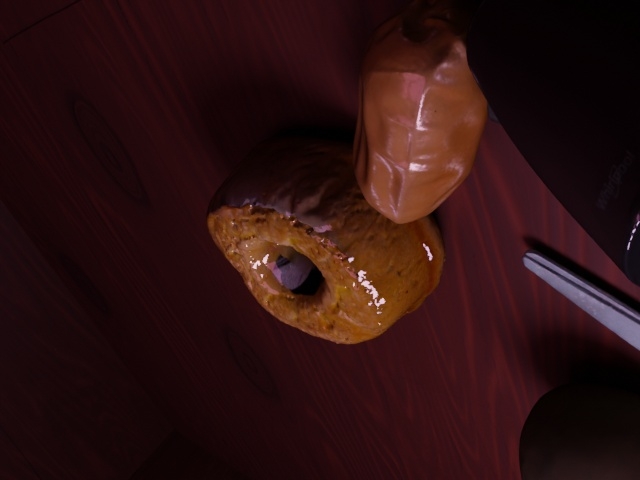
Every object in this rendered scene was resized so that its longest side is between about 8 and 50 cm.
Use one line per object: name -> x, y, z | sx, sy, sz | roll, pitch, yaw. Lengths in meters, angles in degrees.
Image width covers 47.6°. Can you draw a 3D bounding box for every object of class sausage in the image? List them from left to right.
sausage -> 0.092, -0.113, 0.670 | 0.120, 0.136, 0.241 | 31, 154, 19

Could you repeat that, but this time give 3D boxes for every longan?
longan -> 0.331, 0.266, 0.823 | 0.220, 0.196, 0.196 | 40, 152, -1

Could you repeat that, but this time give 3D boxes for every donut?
donut -> 0.000, 0.000, 0.923 | 0.299, 0.150, 0.317 | 43, 152, 6

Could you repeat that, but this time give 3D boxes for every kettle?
kettle -> 0.195, -0.114, 0.472 | 0.202, 0.144, 0.232 | 102, 149, -42

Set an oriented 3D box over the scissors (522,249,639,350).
scissors -> 0.396, 0.142, 0.734 | 0.447, 0.029, 0.192 | 36, 151, 12
